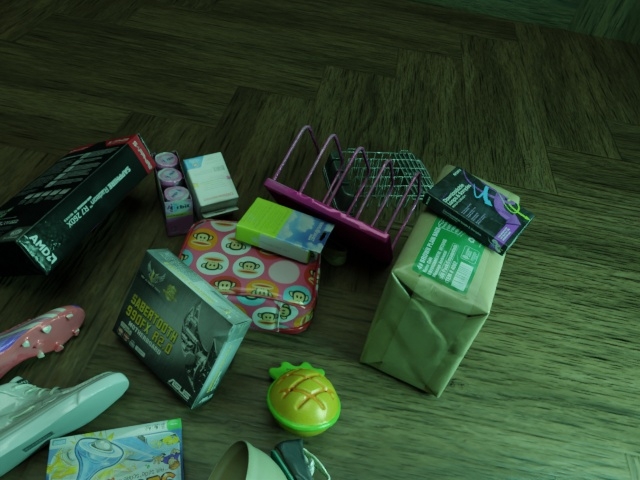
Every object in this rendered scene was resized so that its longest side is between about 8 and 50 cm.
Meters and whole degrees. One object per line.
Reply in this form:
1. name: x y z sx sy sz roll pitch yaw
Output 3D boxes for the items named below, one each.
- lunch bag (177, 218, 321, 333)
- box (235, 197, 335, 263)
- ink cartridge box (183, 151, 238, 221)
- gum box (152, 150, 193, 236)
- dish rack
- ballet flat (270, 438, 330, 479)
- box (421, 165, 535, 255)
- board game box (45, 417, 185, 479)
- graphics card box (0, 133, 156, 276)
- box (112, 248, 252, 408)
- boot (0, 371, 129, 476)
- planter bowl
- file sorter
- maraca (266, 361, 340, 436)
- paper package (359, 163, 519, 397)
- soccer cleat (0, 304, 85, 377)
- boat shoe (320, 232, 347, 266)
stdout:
1. lunch bag: -0.144 0.053 1.084 0.293 0.120 0.258 8 45 -1
2. box: -0.071 -0.020 1.068 0.178 0.042 0.109 19 41 8
3. ink cartridge box: -0.259 -0.117 1.229 0.092 0.090 0.143 -16 74 -23
4. gum box: -0.347 -0.115 1.220 0.062 0.107 0.188 -11 49 -19
5. dish rack: 0.156 -0.161 1.381 0.271 0.074 0.208 -2 48 -14
6. ballet flat: -0.007 0.398 0.810 0.074 0.074 0.203 -17 49 -24
7. box: 0.269 -0.055 0.890 0.162 0.029 0.116 36 49 19
8. board game box: -0.316 0.363 0.812 0.201 0.035 0.136 -5 47 -15
9. graphics card box: -0.544 -0.079 1.097 0.232 0.094 0.371 -4 37 28
10. box: -0.252 0.152 0.928 0.231 0.183 0.056 36 18 22
11. boot: -0.456 0.261 0.843 0.258 0.095 0.123 -29 64 -31
12. planter bowl: -0.100 0.389 0.755 0.109 0.162 0.162 30 43 -16
13. file sorter: 0.062 -0.107 1.172 0.290 0.202 0.182 26 81 15
14. maraca: -0.033 0.269 0.915 0.127 0.099 0.186 7 20 -14
15. paper package: 0.227 0.075 0.994 0.168 0.310 0.325 23 48 13
16. soccer cleat: -0.543 0.183 0.921 0.095 0.083 0.248 31 52 26
17. boat shoe: -0.001 0.001 1.208 0.153 0.048 0.056 38 51 25
